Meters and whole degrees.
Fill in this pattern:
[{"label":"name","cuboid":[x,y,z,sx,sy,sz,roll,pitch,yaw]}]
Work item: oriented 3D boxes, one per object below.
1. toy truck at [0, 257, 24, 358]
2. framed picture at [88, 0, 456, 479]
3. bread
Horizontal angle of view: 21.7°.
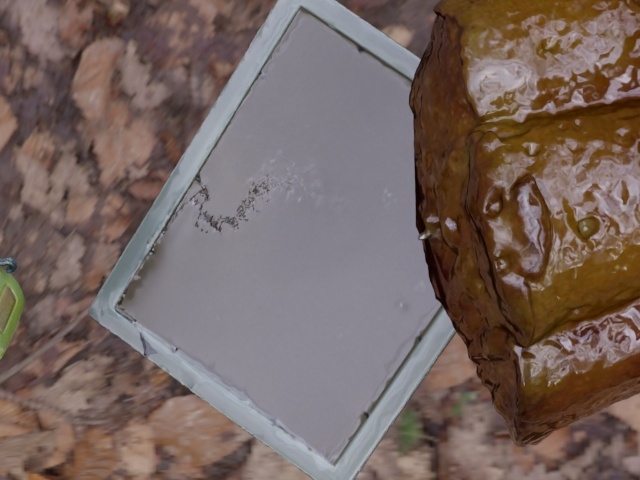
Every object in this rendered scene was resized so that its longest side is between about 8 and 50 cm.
[{"label":"toy truck","cuboid":[-0.251,0.016,0.975,0.169,0.100,0.077,39,37,-19]},{"label":"framed picture","cuboid":[0.000,0.000,1.082,0.216,0.016,0.273,36,105,6]},{"label":"bread","cuboid":[0.111,-0.024,0.812,0.135,0.247,0.232,-16,73,5]}]
